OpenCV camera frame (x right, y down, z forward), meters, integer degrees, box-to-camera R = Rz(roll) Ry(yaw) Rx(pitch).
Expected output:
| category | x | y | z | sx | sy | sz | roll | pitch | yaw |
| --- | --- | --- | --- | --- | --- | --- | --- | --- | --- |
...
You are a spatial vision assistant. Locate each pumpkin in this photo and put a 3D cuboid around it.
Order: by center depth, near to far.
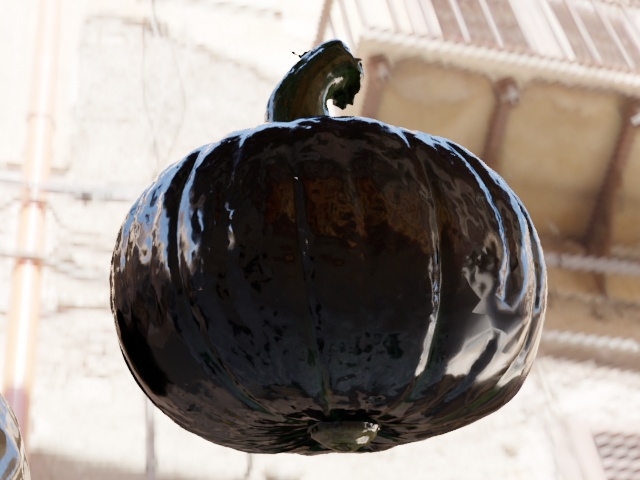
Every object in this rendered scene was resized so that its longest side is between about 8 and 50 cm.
| category | x | y | z | sx | sy | sz | roll | pitch | yaw |
| --- | --- | --- | --- | --- | --- | --- | --- | --- | --- |
| pumpkin | 0.000 | 0.000 | 1.047 | 0.248 | 0.248 | 0.248 | -3 | -59 | -4 |

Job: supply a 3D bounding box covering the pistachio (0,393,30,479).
| category | x | y | z | sx | sy | sz | roll | pitch | yaw |
| --- | --- | --- | --- | --- | --- | --- | --- | --- | --- |
| pistachio | -0.329 | 0.208 | 1.215 | 0.226 | 0.208 | 0.332 | 37 | -88 | -16 |
